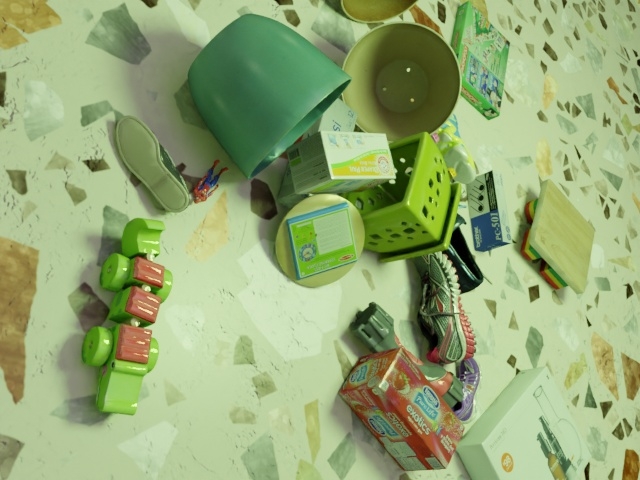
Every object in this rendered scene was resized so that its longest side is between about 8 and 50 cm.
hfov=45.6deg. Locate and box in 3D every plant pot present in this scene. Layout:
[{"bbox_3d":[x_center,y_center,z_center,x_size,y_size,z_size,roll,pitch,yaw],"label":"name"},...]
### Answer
[{"bbox_3d":[-0.122,-0.306,1.527,0.235,0.293,0.293,46,48,-2],"label":"plant pot"},{"bbox_3d":[0.129,-0.739,1.968,0.237,0.237,0.254,6,55,-41],"label":"plant pot"},{"bbox_3d":[0.200,-0.384,1.879,0.284,0.284,0.191,63,11,-5],"label":"plant pot"},{"bbox_3d":[0.191,-0.081,1.765,0.207,0.228,0.227,43,50,-33],"label":"plant pot"}]

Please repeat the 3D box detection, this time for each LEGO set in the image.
[{"bbox_3d":[0.315,-0.193,2.003,0.087,0.093,0.227,-37,100,-43],"label":"LEGO set"}]

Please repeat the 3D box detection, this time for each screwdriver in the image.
[{"bbox_3d":[0.423,0.066,2.055,0.170,0.025,0.024,42,51,-22],"label":"screwdriver"}]

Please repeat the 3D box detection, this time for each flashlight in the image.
[{"bbox_3d":[0.200,0.265,1.731,0.103,0.103,0.304,-42,104,0],"label":"flashlight"}]

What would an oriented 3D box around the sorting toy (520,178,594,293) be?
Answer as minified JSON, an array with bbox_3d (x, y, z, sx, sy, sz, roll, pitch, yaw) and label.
[{"bbox_3d":[0.704,-0.005,2.292,0.257,0.089,0.255,42,51,-23],"label":"sorting toy"}]

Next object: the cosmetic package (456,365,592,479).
[{"bbox_3d":[0.523,0.536,1.927,0.377,0.097,0.284,-32,94,-44],"label":"cosmetic package"}]

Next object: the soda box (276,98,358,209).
[{"bbox_3d":[-0.005,-0.191,1.711,0.098,0.091,0.286,34,55,-31],"label":"soda box"}]

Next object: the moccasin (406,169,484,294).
[{"bbox_3d":[0.327,-0.034,1.939,0.138,0.117,0.341,-29,95,-44],"label":"moccasin"}]

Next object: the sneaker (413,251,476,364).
[{"bbox_3d":[0.280,0.149,1.837,0.112,0.121,0.299,-12,73,-14],"label":"sneaker"}]

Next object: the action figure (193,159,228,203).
[{"bbox_3d":[-0.225,-0.115,1.528,0.038,0.030,0.115,48,51,-26],"label":"action figure"}]

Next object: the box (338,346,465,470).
[{"bbox_3d":[0.178,0.368,1.647,0.257,0.128,0.122,51,48,-15],"label":"box"}]

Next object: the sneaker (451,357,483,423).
[{"bbox_3d":[0.350,0.358,1.854,0.071,0.068,0.169,26,59,-27],"label":"sneaker"}]

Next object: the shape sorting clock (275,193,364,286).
[{"bbox_3d":[0.000,0.000,1.626,0.206,0.040,0.206,-5,104,-23],"label":"shape sorting clock"}]

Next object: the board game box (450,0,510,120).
[{"bbox_3d":[0.483,-0.551,2.322,0.214,0.046,0.317,34,55,-28],"label":"board game box"}]

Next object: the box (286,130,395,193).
[{"bbox_3d":[0.046,-0.163,1.603,0.203,0.114,0.103,-5,80,-45],"label":"box"}]

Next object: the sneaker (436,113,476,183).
[{"bbox_3d":[0.364,-0.275,2.080,0.240,0.091,0.126,55,46,-12],"label":"sneaker"}]

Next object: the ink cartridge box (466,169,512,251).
[{"bbox_3d":[0.462,-0.080,2.093,0.046,0.097,0.207,10,69,-40],"label":"ink cartridge box"}]

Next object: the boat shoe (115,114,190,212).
[{"bbox_3d":[-0.317,-0.143,1.446,0.206,0.075,0.065,57,3,-4],"label":"boat shoe"}]

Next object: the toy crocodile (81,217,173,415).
[{"bbox_3d":[-0.319,0.125,1.298,0.115,0.105,0.340,24,60,-35],"label":"toy crocodile"}]
